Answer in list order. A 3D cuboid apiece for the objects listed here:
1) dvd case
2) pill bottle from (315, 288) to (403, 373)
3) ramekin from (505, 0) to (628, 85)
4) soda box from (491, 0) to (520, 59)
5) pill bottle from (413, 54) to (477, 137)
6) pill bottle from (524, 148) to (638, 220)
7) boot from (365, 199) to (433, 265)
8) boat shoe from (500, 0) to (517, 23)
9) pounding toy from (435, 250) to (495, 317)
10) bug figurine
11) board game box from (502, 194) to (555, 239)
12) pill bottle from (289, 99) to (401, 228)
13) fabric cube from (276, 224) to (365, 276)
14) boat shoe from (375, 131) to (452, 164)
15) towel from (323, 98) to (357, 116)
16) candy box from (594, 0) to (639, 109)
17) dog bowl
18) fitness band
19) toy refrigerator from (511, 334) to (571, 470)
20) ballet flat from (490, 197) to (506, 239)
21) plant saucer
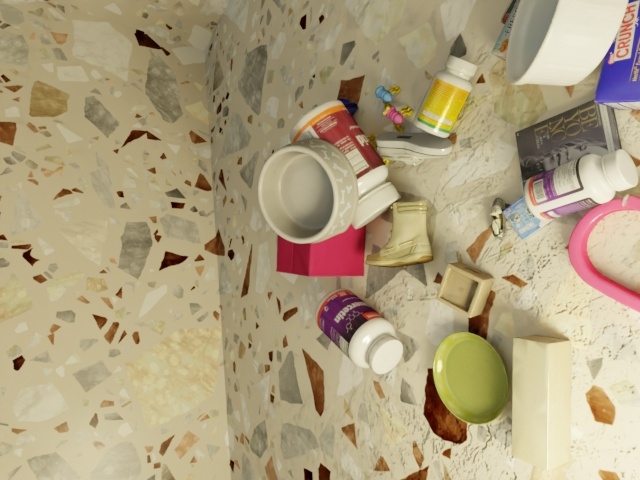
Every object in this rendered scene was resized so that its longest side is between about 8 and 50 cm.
[{"bbox_3d":[0.573,-0.219,0.996,0.221,0.018,0.165,-18,72,54],"label":"dvd case"},{"bbox_3d":[0.130,0.308,1.451,0.323,0.181,0.182,34,114,51],"label":"pill bottle"},{"bbox_3d":[0.517,-0.469,0.902,0.277,0.135,0.278,10,-90,-87],"label":"ramekin"},{"bbox_3d":[0.515,-0.553,1.075,0.058,0.062,0.183,50,126,46],"label":"soda box"},{"bbox_3d":[0.366,-0.418,1.233,0.118,0.117,0.209,51,127,45],"label":"pill bottle"},{"bbox_3d":[0.557,-0.120,0.915,0.193,0.107,0.108,-26,66,56],"label":"pill bottle"},{"bbox_3d":[0.247,-0.017,1.387,0.261,0.095,0.204,-14,76,53],"label":"boot"},{"bbox_3d":[0.518,-0.629,1.096,0.043,0.049,0.137,56,136,45],"label":"boat shoe"},{"bbox_3d":[0.396,0.117,1.173,0.141,0.100,0.130,29,112,42],"label":"pounding toy"},{"bbox_3d":[0.211,-0.407,1.501,0.216,0.072,0.279,53,128,44],"label":"bug figurine"},{"bbox_3d":[0.515,-0.062,1.052,0.090,0.020,0.090,-49,59,42],"label":"board game box"},{"bbox_3d":[0.087,-0.251,1.433,0.393,0.224,0.224,57,137,6],"label":"pill bottle"},{"bbox_3d":[0.000,0.000,1.613,0.259,0.253,0.259,1,90,55],"label":"fabric cube"},{"bbox_3d":[0.293,-0.284,1.347,0.267,0.096,0.088,14,134,36],"label":"boat shoe"},{"bbox_3d":[-0.003,-0.425,1.687,0.076,0.227,0.308,49,132,12],"label":"towel"},{"bbox_3d":[0.698,-0.373,0.737,0.317,0.122,0.269,22,106,53],"label":"candy box"},{"bbox_3d":[-0.055,-0.149,1.353,0.348,0.102,0.350,9,107,30],"label":"dog bowl"},{"bbox_3d":[0.643,0.031,0.838,0.291,0.054,0.209,43,121,50],"label":"fitness band"},{"bbox_3d":[0.501,0.360,0.970,0.094,0.102,0.270,-3,85,56],"label":"toy refrigerator"},{"bbox_3d":[0.468,-0.059,1.117,0.041,0.041,0.115,-15,74,54],"label":"ballet flat"},{"bbox_3d":[0.412,0.372,1.157,0.240,0.037,0.241,-8,81,56],"label":"plant saucer"}]
